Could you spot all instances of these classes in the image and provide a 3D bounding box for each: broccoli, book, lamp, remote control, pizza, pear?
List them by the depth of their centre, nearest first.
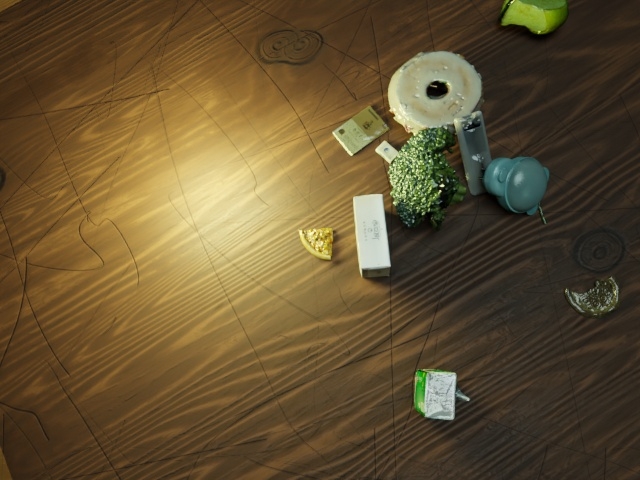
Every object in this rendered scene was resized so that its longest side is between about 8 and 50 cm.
[{"bbox_3d":[0.729,-0.215,1.723,0.284,0.147,0.209,17,93,-11],"label":"lamp"},{"bbox_3d":[0.398,-0.219,1.730,0.317,0.277,0.338,48,43,-18],"label":"broccoli"},{"bbox_3d":[0.606,-0.331,1.784,0.110,0.055,0.312,-18,106,2],"label":"remote control"},{"bbox_3d":[0.000,0.000,1.830,0.131,0.041,0.178,-33,76,-5],"label":"pizza"},{"bbox_3d":[0.902,-0.985,1.928,0.256,0.164,0.238,21,69,5],"label":"pear"},{"bbox_3d":[0.168,-0.460,1.938,0.199,0.016,0.138,-36,76,-4],"label":"book"}]

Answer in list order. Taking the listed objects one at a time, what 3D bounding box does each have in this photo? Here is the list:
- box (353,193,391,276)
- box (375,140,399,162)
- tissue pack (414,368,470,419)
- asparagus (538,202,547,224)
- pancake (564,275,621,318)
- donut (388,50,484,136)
[{"bbox_3d":[0.192,-0.011,1.730,0.116,0.203,0.273,-6,75,4],"label":"box"},{"bbox_3d":[0.275,-0.363,1.901,0.083,0.024,0.054,44,86,12],"label":"box"},{"bbox_3d":[0.414,0.521,1.579,0.157,0.209,0.147,3,76,4],"label":"tissue pack"},{"bbox_3d":[0.854,-0.116,1.790,0.015,0.014,0.114,-2,74,-30],"label":"asparagus"},{"bbox_3d":[1.007,0.194,1.698,0.184,0.020,0.190,36,82,13],"label":"pancake"},{"bbox_3d":[0.464,-0.578,1.873,0.384,0.142,0.381,-1,77,6],"label":"donut"}]
